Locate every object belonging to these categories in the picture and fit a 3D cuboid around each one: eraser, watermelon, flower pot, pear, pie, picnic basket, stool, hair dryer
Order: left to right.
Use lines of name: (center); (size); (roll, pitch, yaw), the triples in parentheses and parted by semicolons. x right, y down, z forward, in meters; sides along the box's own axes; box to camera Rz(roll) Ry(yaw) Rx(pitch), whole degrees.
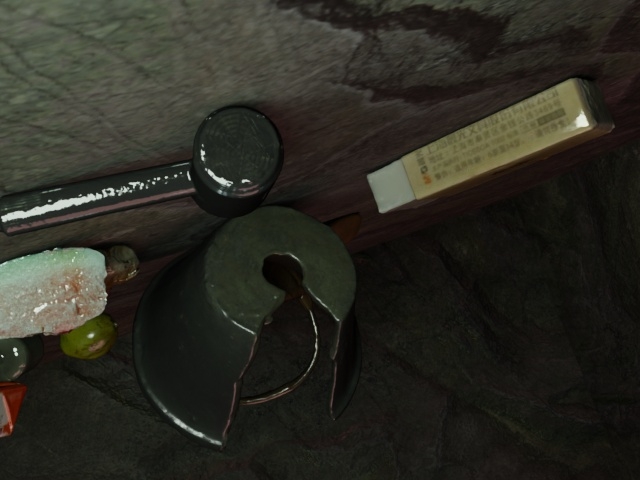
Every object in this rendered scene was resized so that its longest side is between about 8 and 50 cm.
stool: (-0.583, 0.213, 1.480); (0.096, 0.096, 0.110); (-21, 180, 10)
watermelon: (-0.329, 0.060, 0.859); (0.180, 0.094, 0.081); (-2, 172, -22)
pie: (-0.332, 0.056, 1.017); (0.195, 0.046, 0.195); (-21, 174, -2)
pear: (-0.505, 0.209, 1.710); (0.131, 0.107, 0.107); (-17, 176, 3)
hair dryer: (-0.153, -0.044, 0.602); (0.248, 0.070, 0.114); (-11, 175, -12)
picnic basket: (-0.149, 0.177, 1.586); (0.293, 0.337, 0.337); (-20, 176, -9)
flower pot: (-0.089, 0.095, 1.168); (0.379, 0.379, 0.251); (-18, 154, -26)
eraser: (0.246, -0.132, 1.151); (0.343, 0.078, 0.144); (-23, 174, 32)

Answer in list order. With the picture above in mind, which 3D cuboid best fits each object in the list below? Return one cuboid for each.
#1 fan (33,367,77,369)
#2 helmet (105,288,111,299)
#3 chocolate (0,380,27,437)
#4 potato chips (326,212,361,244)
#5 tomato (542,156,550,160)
fan: (-0.648, 0.253, 1.541); (0.329, 0.009, 0.191); (3, 177, -23)
helmet: (-0.349, 0.080, 1.199); (0.084, 0.049, 0.065); (-23, 174, 29)
chocolate: (-0.700, 0.304, 1.402); (0.237, 0.108, 0.235); (5, 177, 13)
potato chips: (0.001, 0.000, 1.775); (0.195, 0.062, 0.208); (-22, 178, 42)
tomato: (0.346, -0.166, 1.221); (0.087, 0.075, 0.087); (-21, 172, -3)
